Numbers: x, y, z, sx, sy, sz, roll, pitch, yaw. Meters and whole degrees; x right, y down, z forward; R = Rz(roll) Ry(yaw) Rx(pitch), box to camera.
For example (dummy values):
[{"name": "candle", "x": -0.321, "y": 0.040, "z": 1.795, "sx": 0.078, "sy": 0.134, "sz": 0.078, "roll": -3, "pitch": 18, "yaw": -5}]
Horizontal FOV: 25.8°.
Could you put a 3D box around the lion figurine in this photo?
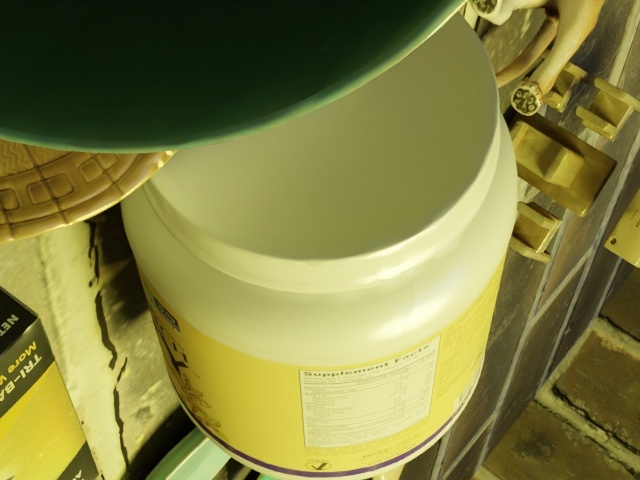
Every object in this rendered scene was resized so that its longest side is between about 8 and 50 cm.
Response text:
[{"name": "lion figurine", "x": 0.257, "y": -0.297, "z": 1.282, "sx": 0.240, "sy": 0.142, "sz": 0.392, "roll": -48, "pitch": 177, "yaw": -46}]

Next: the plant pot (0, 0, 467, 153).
[{"name": "plant pot", "x": -0.042, "y": -0.208, "z": 0.392, "sx": 0.235, "sy": 0.293, "sz": 0.293, "roll": -60, "pitch": 172, "yaw": -53}]

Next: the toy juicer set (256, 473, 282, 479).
[{"name": "toy juicer set", "x": -0.047, "y": 0.241, "z": 1.441, "sx": 0.209, "sy": 0.089, "sz": 0.329, "roll": -53, "pitch": 173, "yaw": -47}]

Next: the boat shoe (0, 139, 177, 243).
[{"name": "boat shoe", "x": -0.114, "y": -0.076, "z": 0.715, "sx": 0.277, "sy": 0.098, "sz": 0.096, "roll": -28, "pitch": -165, "yaw": -24}]

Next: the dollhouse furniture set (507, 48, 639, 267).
[{"name": "dollhouse furniture set", "x": 0.315, "y": -0.064, "z": 1.606, "sx": 0.161, "sy": 0.242, "sz": 0.212, "roll": 14, "pitch": 109, "yaw": -58}]

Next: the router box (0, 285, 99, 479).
[{"name": "router box", "x": -0.270, "y": 0.182, "z": 0.790, "sx": 0.309, "sy": 0.081, "sz": 0.243, "roll": -48, "pitch": 161, "yaw": -22}]

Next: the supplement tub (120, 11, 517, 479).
[{"name": "supplement tub", "x": 0.000, "y": 0.000, "z": 0.909, "sx": 0.241, "sy": 0.241, "sz": 0.331, "roll": -49, "pitch": 161, "yaw": -21}]

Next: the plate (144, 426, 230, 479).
[{"name": "plate", "x": -0.125, "y": 0.212, "z": 1.290, "sx": 0.188, "sy": 0.024, "sz": 0.188, "roll": -46, "pitch": 169, "yaw": -12}]

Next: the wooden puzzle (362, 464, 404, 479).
[{"name": "wooden puzzle", "x": 0.081, "y": 0.178, "z": 1.586, "sx": 0.348, "sy": 0.080, "sz": 0.322, "roll": 103, "pitch": 11, "yaw": -62}]
